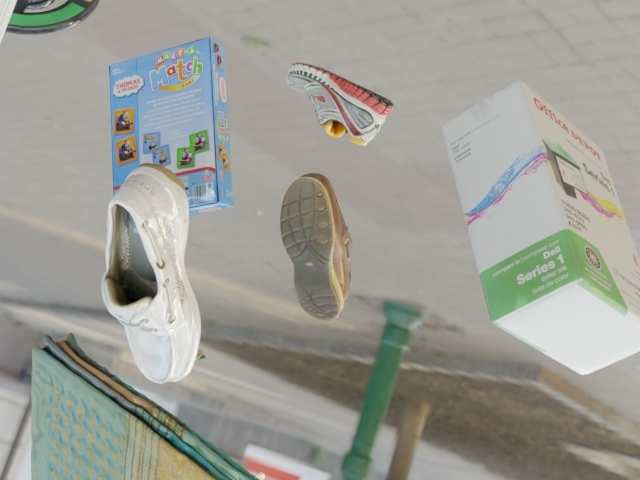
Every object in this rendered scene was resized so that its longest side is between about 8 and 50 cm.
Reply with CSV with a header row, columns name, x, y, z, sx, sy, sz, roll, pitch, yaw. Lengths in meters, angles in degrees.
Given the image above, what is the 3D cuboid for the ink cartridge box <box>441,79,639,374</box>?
name,x,y,z,sx,sy,sz,roll,pitch,yaw
ink cartridge box,0.262,-0.015,1.283,0.117,0.278,0.201,-31,140,29

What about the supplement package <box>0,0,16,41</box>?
name,x,y,z,sx,sy,sz,roll,pitch,yaw
supplement package,-0.356,-0.249,0.881,0.244,0.139,0.134,20,-163,-24

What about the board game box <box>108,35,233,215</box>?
name,x,y,z,sx,sy,sz,roll,pitch,yaw
board game box,-0.188,-0.133,1.404,0.160,0.212,0.039,-10,168,27

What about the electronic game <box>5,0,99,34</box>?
name,x,y,z,sx,sy,sz,roll,pitch,yaw
electronic game,-0.478,-0.420,1.864,0.229,0.229,0.048,17,141,4

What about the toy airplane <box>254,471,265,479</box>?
name,x,y,z,sx,sy,sz,roll,pitch,yaw
toy airplane,-0.069,0.494,1.695,0.384,0.272,0.386,41,170,-9

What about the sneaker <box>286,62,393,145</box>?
name,x,y,z,sx,sy,sz,roll,pitch,yaw
sneaker,0.013,-0.220,1.802,0.088,0.093,0.225,16,-167,-44

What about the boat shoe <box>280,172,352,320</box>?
name,x,y,z,sx,sy,sz,roll,pitch,yaw
boat shoe,0.000,0.000,1.204,0.064,0.060,0.178,11,129,25

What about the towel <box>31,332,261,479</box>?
name,x,y,z,sx,sy,sz,roll,pitch,yaw
towel,-0.104,0.263,0.855,0.370,0.271,0.040,27,-150,36

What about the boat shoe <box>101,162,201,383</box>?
name,x,y,z,sx,sy,sz,roll,pitch,yaw
boat shoe,-0.199,0.054,1.241,0.098,0.096,0.277,14,124,25

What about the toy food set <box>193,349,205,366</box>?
name,x,y,z,sx,sy,sz,roll,pitch,yaw
toy food set,-0.213,0.178,1.694,0.083,0.020,0.082,-4,-170,29
